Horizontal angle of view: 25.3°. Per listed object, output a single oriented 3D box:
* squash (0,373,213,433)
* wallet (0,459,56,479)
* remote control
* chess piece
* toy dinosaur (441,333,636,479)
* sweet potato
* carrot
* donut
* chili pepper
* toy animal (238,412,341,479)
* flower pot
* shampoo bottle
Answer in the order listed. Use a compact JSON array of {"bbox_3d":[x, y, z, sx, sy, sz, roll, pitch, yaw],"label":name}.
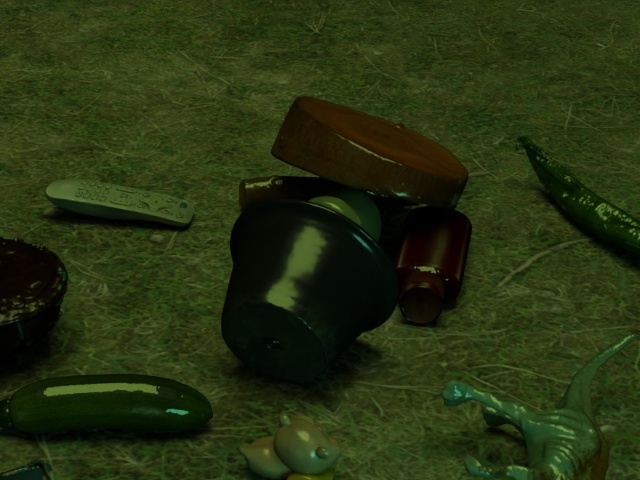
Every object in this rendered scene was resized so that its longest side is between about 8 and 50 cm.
[{"bbox_3d":[-0.254,0.190,1.664,0.258,0.069,0.069,0,26,-6],"label":"squash"},{"bbox_3d":[-0.349,0.291,1.398,0.202,0.059,0.141,-12,35,-17],"label":"wallet"},{"bbox_3d":[-0.310,-0.052,2.189,0.229,0.044,0.073,11,27,-1],"label":"remote control"},{"bbox_3d":[0.000,0.000,2.019,0.144,0.144,0.251,15,22,24],"label":"chess piece"},{"bbox_3d":[0.259,0.213,1.638,0.206,0.092,0.393,23,31,35],"label":"toy dinosaur"},{"bbox_3d":[0.014,-0.078,2.245,0.281,0.059,0.067,-3,10,-17],"label":"sweet potato"},{"bbox_3d":[0.079,-0.125,2.127,0.307,0.100,0.258,24,15,32],"label":"carrot"},{"bbox_3d":[-0.436,0.072,1.810,0.235,0.089,0.235,3,28,-2],"label":"donut"},{"bbox_3d":[0.418,-0.057,2.226,0.085,0.076,0.359,8,23,-37],"label":"chili pepper"},{"bbox_3d":[-0.026,0.227,1.594,0.114,0.082,0.091,19,29,32],"label":"toy animal"},{"bbox_3d":[-0.032,0.080,1.785,0.235,0.235,0.148,12,47,18],"label":"flower pot"},{"bbox_3d":[0.156,0.032,2.028,0.102,0.064,0.260,9,27,6],"label":"shampoo bottle"}]
